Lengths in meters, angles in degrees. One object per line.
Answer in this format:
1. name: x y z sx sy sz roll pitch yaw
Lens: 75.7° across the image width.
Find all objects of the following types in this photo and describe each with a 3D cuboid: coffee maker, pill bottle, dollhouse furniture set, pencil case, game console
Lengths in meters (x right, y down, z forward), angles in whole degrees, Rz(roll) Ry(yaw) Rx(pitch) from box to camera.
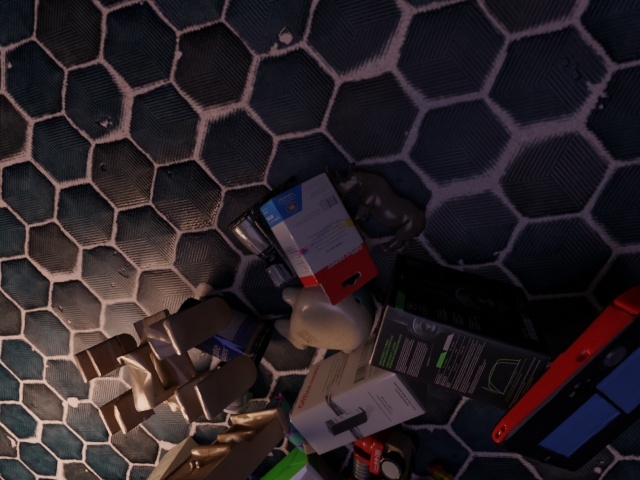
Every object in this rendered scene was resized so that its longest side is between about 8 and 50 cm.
1. coffee maker: -0.080 -0.011 0.879 0.171 0.120 0.178 -36 97 22
2. pill bottle: -0.238 0.222 1.003 0.220 0.123 0.122 21 113 7
3. dollhouse furniture set: -0.274 0.335 0.924 0.362 0.257 0.393 -24 90 32
4. pencil case: -0.076 0.480 1.083 0.151 0.070 0.064 48 149 -8
5. game console: 0.496 0.266 0.715 0.387 0.060 0.342 34 98 -36

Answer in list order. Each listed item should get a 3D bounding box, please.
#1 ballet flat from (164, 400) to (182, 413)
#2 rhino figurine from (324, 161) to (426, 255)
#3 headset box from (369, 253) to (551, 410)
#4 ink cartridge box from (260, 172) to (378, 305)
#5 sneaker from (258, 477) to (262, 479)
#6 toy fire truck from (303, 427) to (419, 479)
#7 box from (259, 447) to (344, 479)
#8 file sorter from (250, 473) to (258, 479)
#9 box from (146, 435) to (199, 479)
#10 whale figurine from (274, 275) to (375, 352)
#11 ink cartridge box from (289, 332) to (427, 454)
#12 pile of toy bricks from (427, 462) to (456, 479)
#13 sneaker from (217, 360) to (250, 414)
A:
1. ballet flat: -0.417 0.437 1.169 0.206 0.073 0.067 32 141 5
2. rhino figurine: 0.106 -0.075 0.831 0.243 0.073 0.106 39 118 0
3. headset box: 0.239 0.154 0.784 0.284 0.246 0.131 16 113 10
4. ink cartridge box: 0.000 0.000 0.814 0.230 0.134 0.078 61 153 -4
5. sneaker: -0.142 0.753 1.211 0.061 0.053 0.152 -14 111 10
6. toy fire truck: 0.095 0.567 1.041 0.247 0.159 0.216 14 108 31
7. box: -0.060 0.716 1.084 0.262 0.127 0.231 -40 95 -3
8. file sorter: -0.288 0.751 1.211 0.105 0.118 0.170 40 114 3
9. box: -0.426 0.712 1.169 0.127 0.232 0.149 46 114 -4
10. whale figurine: 0.008 0.162 0.929 0.216 0.141 0.272 41 138 -10
11. ink cartridge box: 0.089 0.321 0.909 0.273 0.197 0.114 -33 98 23
12. pile of toy bricks: 0.273 0.663 1.048 0.105 0.118 0.212 29 134 46
13. sneaker: -0.296 0.376 1.104 0.229 0.086 0.132 9 107 1
